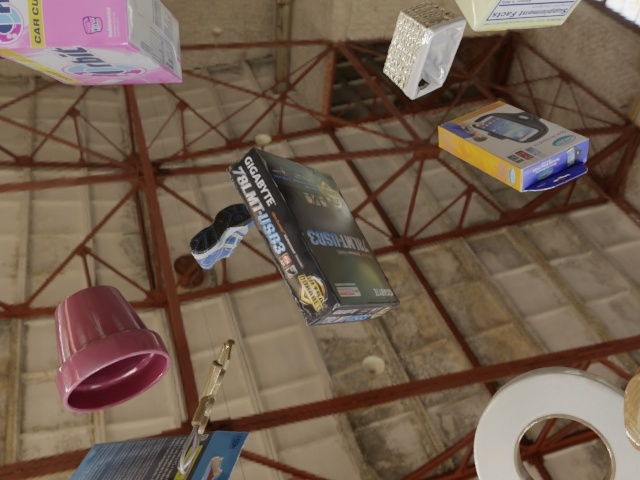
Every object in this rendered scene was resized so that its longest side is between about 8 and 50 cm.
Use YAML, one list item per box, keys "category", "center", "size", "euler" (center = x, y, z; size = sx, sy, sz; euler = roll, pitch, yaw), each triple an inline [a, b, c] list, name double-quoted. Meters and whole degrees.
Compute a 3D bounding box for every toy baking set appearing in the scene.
- category: "toy baking set"
  center: [-0.206, 0.297, 1.110]
  size: [0.030, 0.256, 0.197]
  euler: [20, -167, -4]

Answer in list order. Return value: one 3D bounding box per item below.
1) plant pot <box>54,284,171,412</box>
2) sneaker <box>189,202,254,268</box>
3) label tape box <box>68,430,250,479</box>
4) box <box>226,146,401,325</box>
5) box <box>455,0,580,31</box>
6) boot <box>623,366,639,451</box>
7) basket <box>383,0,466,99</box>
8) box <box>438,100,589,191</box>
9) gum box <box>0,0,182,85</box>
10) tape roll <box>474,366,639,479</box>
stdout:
- category: "plant pot"
  center: [-0.408, 0.193, 1.195]
  size: [0.201, 0.201, 0.180]
  euler: [-18, -118, -26]
- category: "sneaker"
  center: [-0.226, -0.015, 1.527]
  size: [0.080, 0.081, 0.211]
  euler: [30, -125, 32]
- category: "label tape box"
  center: [-0.314, 0.485, 1.188]
  size: [0.347, 0.115, 0.249]
  euler: [-8, -160, 12]
- category: "box"
  center: [0.000, 0.000, 1.090]
  size: [0.293, 0.073, 0.295]
  euler: [61, -160, 18]
- category: "box"
  center: [0.188, -0.348, 0.545]
  size: [0.117, 0.243, 0.214]
  euler: [-12, -114, -25]
- category: "boot"
  center: [0.655, 0.239, 1.148]
  size: [0.211, 0.295, 0.104]
  euler: [14, 178, -40]
- category: "basket"
  center: [0.214, -0.404, 1.338]
  size: [0.113, 0.167, 0.103]
  euler: [-30, -119, -32]
- category: "box"
  center: [0.185, -0.091, 0.605]
  size: [0.081, 0.028, 0.136]
  euler: [-25, -144, -18]
- category: "gum box"
  center: [-0.191, -0.176, 0.544]
  size: [0.107, 0.062, 0.188]
  euler: [-2, -175, 1]
- category: "tape roll"
  center: [0.539, 0.477, 1.405]
  size: [0.392, 0.392, 0.072]
  euler: [23, -169, 20]
